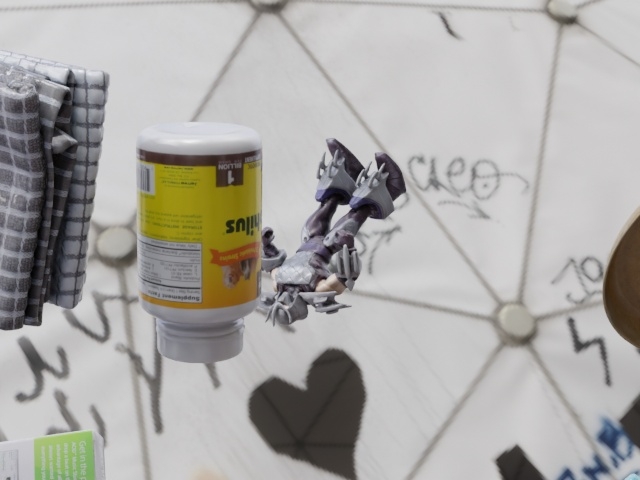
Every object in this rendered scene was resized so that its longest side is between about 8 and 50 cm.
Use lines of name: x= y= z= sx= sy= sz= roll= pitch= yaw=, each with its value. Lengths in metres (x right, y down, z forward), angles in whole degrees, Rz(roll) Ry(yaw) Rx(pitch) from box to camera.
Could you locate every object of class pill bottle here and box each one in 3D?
pill bottle: x=-0.113 y=0.001 z=1.004 sx=0.117 sy=0.117 sz=0.215 roll=-9 pitch=-73 yaw=-37

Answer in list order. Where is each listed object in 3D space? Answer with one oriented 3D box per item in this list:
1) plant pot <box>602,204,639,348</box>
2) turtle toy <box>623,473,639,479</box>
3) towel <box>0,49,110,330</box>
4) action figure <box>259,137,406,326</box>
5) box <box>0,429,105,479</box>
plant pot: x=0.336 y=0.004 z=0.854 sx=0.236 sy=0.032 sz=0.236 roll=-6 pitch=-48 yaw=-6
turtle toy: x=0.325 y=0.243 z=0.972 sx=0.130 sy=0.095 sz=0.066 roll=5 pitch=-86 yaw=-32
towel: x=-0.343 y=-0.061 z=0.958 sx=0.121 sy=0.283 sz=0.235 roll=-19 pitch=-58 yaw=-68
action figure: x=0.000 y=0.000 z=1.415 sx=0.285 sy=0.185 sz=0.099 roll=-60 pitch=-40 yaw=-28
box: x=-0.399 y=0.351 z=1.201 sx=0.322 sy=0.232 sz=0.058 roll=-8 pitch=-21 yaw=0
